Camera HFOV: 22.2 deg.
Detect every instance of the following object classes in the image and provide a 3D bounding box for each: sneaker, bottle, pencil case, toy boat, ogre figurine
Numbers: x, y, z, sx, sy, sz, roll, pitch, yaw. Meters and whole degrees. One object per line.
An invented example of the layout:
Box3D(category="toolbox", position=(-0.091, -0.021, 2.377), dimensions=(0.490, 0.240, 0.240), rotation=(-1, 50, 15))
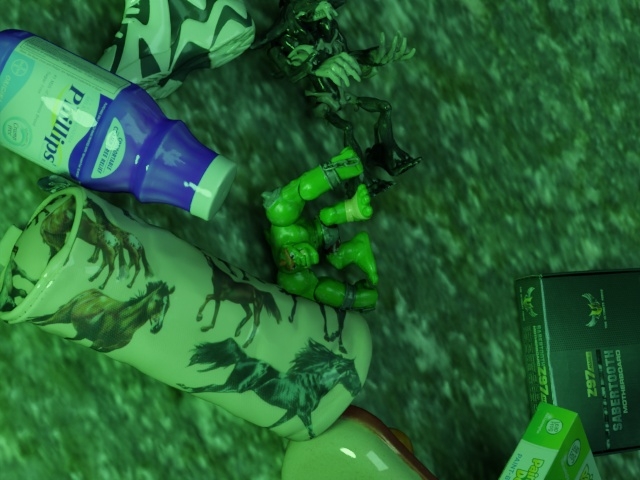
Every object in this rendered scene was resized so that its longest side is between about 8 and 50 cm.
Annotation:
Box3D(category="sneaker", position=(-0.204, -0.234, 1.781), dimensions=(0.235, 0.094, 0.153), rotation=(-31, 78, -10))
Box3D(category="bottle", position=(-0.223, -0.111, 1.663), dimensions=(0.283, 0.118, 0.092), rotation=(27, 21, 6))
Box3D(category="pencil case", position=(-0.137, 0.080, 1.710), dimensions=(0.410, 0.183, 0.160), rotation=(26, 99, -29))
Box3D(category="toy boat", position=(0.066, 0.269, 1.843), dimensions=(0.231, 0.151, 0.151), rotation=(46, 32, -17))
Box3D(category="ogre figurine", position=(0.000, 0.000, 1.842), dimensions=(0.118, 0.197, 0.096), rotation=(-11, 46, -6))

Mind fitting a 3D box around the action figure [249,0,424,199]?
Box3D(category="action figure", position=(0.029, -0.193, 1.879), dimensions=(0.164, 0.141, 0.275), rotation=(-35, 101, -42))

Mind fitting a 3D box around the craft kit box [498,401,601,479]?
Box3D(category="craft kit box", position=(0.249, 0.355, 1.898), dimensions=(0.246, 0.061, 0.250), rotation=(-61, 146, -26))

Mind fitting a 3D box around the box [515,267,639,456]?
Box3D(category="box", position=(0.344, 0.154, 2.058), dimensions=(0.183, 0.059, 0.232), rotation=(-2, 83, -30))
